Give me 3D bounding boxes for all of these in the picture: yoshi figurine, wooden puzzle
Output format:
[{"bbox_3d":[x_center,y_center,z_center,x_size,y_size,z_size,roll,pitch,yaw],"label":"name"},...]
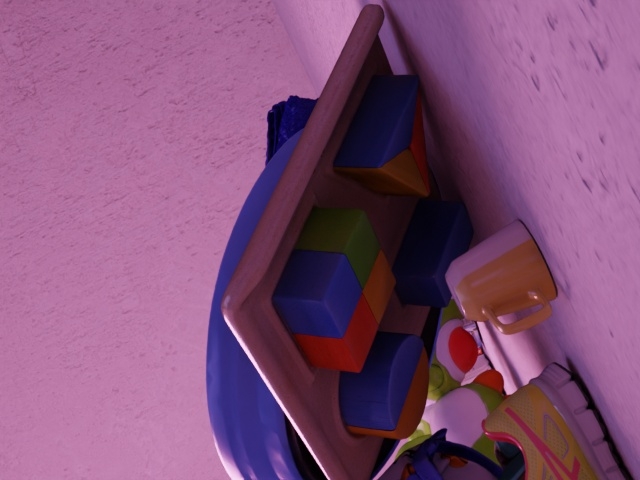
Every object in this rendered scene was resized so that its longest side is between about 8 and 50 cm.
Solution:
[{"bbox_3d":[0.112,0.203,1.472,0.362,0.203,0.203,56,145,25],"label":"yoshi figurine"},{"bbox_3d":[0.052,0.025,1.014,0.348,0.080,0.322,68,-144,-47],"label":"wooden puzzle"}]

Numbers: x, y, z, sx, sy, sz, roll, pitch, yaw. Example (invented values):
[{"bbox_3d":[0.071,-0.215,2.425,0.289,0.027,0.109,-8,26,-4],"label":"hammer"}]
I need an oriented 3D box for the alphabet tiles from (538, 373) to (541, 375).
[{"bbox_3d":[0.280,0.284,1.080,0.342,0.011,0.285,63,-178,-55],"label":"alphabet tiles"}]

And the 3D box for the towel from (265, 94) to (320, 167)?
[{"bbox_3d":[0.000,0.000,1.266,0.227,0.076,0.308,-3,-78,-63],"label":"towel"}]

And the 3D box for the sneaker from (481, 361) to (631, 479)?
[{"bbox_3d":[0.192,0.203,0.886,0.208,0.094,0.081,63,179,21],"label":"sneaker"}]

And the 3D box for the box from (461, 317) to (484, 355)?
[{"bbox_3d":[0.156,0.151,1.636,0.094,0.137,0.027,65,-173,-54],"label":"box"}]

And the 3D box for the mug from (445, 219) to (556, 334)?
[{"bbox_3d":[0.124,0.027,0.816,0.078,0.064,0.062,-112,-3,-82],"label":"mug"}]

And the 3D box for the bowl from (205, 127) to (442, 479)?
[{"bbox_3d":[0.024,0.076,1.173,0.391,0.077,0.391,-30,-55,-56],"label":"bowl"}]

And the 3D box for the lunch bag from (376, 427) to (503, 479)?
[{"bbox_3d":[0.095,0.378,1.190,0.385,0.328,0.239,35,-166,-45],"label":"lunch bag"}]

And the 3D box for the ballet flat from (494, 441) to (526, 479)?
[{"bbox_3d":[0.215,0.227,1.149,0.079,0.077,0.221,46,-174,1],"label":"ballet flat"}]

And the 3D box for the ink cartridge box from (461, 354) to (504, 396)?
[{"bbox_3d":[0.243,0.307,1.781,0.207,0.117,0.283,-109,-6,-80],"label":"ink cartridge box"}]
